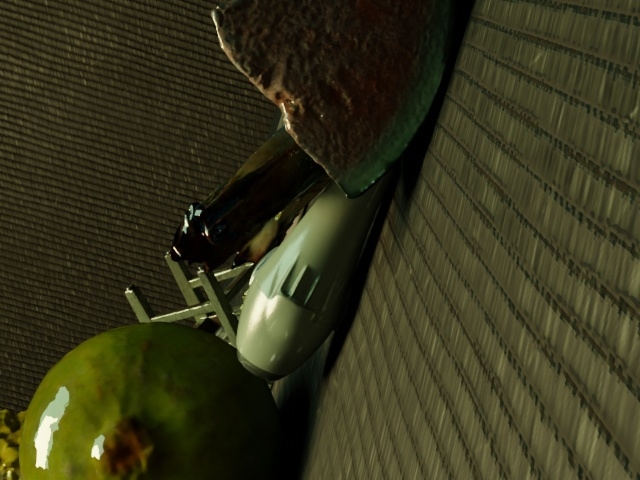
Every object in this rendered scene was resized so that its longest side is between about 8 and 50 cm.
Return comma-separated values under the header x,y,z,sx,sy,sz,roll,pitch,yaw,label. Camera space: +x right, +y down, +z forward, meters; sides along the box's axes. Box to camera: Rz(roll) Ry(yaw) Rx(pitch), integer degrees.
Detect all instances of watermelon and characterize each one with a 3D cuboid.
x,y,z,sx,sy,sz,roll,pitch,yaw,label
0.034,-0.152,0.816,0.136,0.202,0.207,47,133,35,watermelon

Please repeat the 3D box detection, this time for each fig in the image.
x,y,z,sx,sy,sz,roll,pitch,yaw,label
-0.161,0.209,1.086,0.326,0.258,0.258,19,-93,-86,fig

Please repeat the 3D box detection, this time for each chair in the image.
x,y,z,sx,sy,sz,roll,pitch,yaw,label
-0.131,0.140,1.454,0.270,0.147,0.136,67,-152,-15,chair

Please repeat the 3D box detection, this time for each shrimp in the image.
x,y,z,sx,sy,sz,roll,pitch,yaw,label
-0.051,-0.031,0.952,0.290,0.054,0.222,-41,-8,-45,shrimp

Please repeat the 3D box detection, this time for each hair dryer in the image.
x,y,z,sx,sy,sz,roll,pitch,yaw,label
0.012,-0.019,1.003,0.229,0.092,0.267,-59,5,35,hair dryer

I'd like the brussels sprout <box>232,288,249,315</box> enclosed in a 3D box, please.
x,y,z,sx,sy,sz,roll,pitch,yaw,label
-0.061,0.080,1.358,0.085,0.058,0.085,-45,-19,-20,brussels sprout

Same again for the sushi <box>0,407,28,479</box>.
x,y,z,sx,sy,sz,roll,pitch,yaw,label
-0.355,0.380,1.551,0.240,0.396,0.351,49,130,29,sushi

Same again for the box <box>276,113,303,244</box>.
x,y,z,sx,sy,sz,roll,pitch,yaw,label
-0.041,-0.125,1.586,0.200,0.065,0.343,-95,22,-71,box

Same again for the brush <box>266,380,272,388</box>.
x,y,z,sx,sy,sz,roll,pitch,yaw,label
-0.082,0.213,1.345,0.019,0.021,0.083,-104,37,-73,brush
